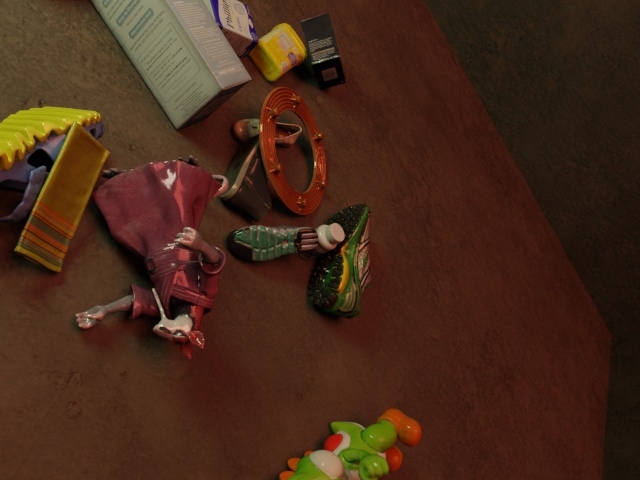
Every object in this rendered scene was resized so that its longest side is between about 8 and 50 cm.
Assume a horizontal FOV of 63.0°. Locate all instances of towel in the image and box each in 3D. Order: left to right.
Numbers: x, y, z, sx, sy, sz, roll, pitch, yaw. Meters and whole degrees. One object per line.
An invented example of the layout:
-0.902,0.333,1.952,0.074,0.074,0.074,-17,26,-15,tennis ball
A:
-0.423,-0.071,0.868,0.102,0.021,0.237,69,33,-68,towel

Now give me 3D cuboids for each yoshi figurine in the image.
0.082,0.501,1.090,0.362,0.203,0.203,-9,84,-47,yoshi figurine

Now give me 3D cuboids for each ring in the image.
-0.056,-0.234,1.365,0.337,0.032,0.336,23,64,-61,ring

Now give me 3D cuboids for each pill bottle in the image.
0.000,0.000,1.319,0.067,0.120,0.067,26,52,-38,pill bottle

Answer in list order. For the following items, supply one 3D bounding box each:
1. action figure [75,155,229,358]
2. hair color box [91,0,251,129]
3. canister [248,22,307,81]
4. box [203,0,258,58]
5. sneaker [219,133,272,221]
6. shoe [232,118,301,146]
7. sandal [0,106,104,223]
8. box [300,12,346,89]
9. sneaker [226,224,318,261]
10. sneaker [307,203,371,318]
-0.282,0.040,0.971,0.276,0.248,0.369,22,48,-74,action figure
-0.336,-0.455,1.134,0.374,0.185,0.113,57,40,-9,hair color box
-0.124,-0.546,1.515,0.126,0.073,0.170,52,42,-16,canister
-0.244,-0.560,1.348,0.137,0.072,0.126,3,64,-47,box
-0.158,-0.154,1.268,0.118,0.083,0.221,42,53,-32,sneaker
-0.136,-0.289,1.371,0.219,0.058,0.076,-7,76,-50,shoe
-0.481,-0.136,0.876,0.317,0.126,0.138,-58,152,-54,sandal
0.011,-0.582,1.619,0.156,0.093,0.158,53,23,-73,box
-0.121,0.002,1.238,0.224,0.098,0.083,1,99,-28,sneaker
0.071,0.049,1.389,0.146,0.134,0.343,42,52,-36,sneaker
